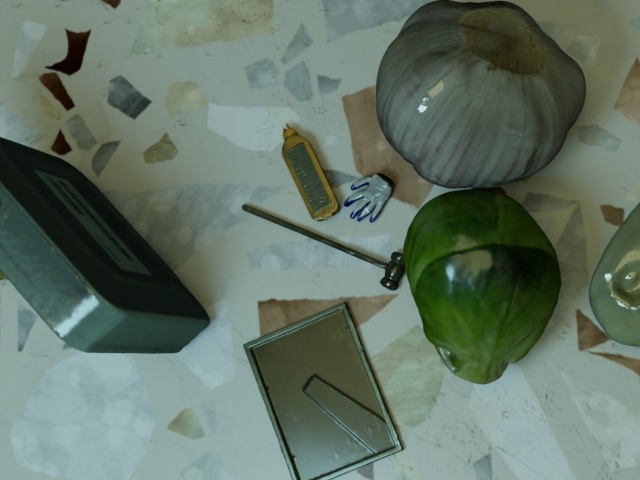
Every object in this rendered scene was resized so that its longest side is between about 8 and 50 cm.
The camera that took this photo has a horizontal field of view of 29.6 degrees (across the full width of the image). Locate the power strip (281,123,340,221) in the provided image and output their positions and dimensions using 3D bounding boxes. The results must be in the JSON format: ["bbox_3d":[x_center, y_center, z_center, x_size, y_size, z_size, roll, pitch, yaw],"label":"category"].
[{"bbox_3d":[-0.021,-0.109,1.940,0.049,0.028,0.178,-28,76,9],"label":"power strip"}]

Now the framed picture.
[{"bbox_3d":[0.002,0.242,1.884,0.184,0.016,0.250,-25,76,9],"label":"framed picture"}]

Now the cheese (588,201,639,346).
[{"bbox_3d":[0.566,0.060,1.706,0.328,0.129,0.351,-45,72,2],"label":"cheese"}]

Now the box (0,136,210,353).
[{"bbox_3d":[-0.371,0.005,1.825,0.111,0.396,0.396,-46,75,8],"label":"box"}]

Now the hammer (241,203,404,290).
[{"bbox_3d":[0.000,0.000,1.921,0.292,0.029,0.058,22,85,19],"label":"hammer"}]

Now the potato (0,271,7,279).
[{"bbox_3d":[-0.524,0.045,2.039,0.092,0.045,0.046,-1,117,17],"label":"potato"}]

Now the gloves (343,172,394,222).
[{"bbox_3d":[0.075,-0.069,1.911,0.064,0.026,0.086,35,96,19],"label":"gloves"}]

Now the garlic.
[{"bbox_3d":[0.215,-0.207,1.768,0.317,0.259,0.317,5,52,-6],"label":"garlic"}]

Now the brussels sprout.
[{"bbox_3d":[0.234,0.064,1.757,0.219,0.210,0.271,0,103,-9],"label":"brussels sprout"}]
